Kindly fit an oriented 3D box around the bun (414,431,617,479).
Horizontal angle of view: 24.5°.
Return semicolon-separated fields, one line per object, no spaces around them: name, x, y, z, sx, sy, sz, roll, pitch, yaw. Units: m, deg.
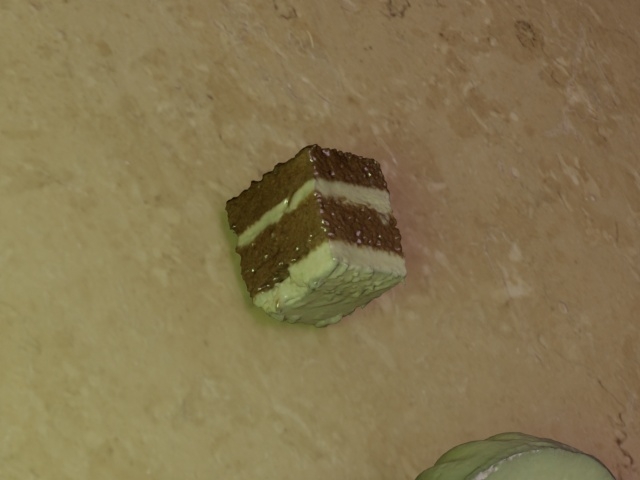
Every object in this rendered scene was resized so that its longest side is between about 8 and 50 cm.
bun;0.150;0.297;1.388;0.263;0.175;0.263;-5;100;-31

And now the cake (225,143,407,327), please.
cake;0.000;0.000;1.488;0.134;0.135;0.147;8;54;-48
